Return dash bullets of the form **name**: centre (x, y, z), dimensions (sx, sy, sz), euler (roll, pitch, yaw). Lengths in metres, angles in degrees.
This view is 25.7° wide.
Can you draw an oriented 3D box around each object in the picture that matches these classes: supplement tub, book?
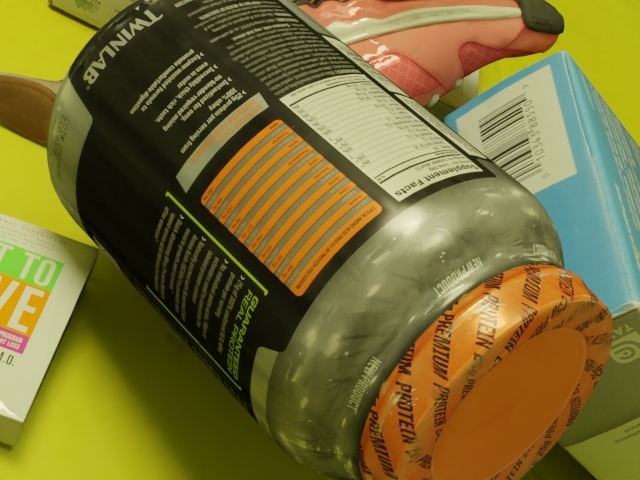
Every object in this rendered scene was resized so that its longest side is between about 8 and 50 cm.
- **supplement tub**: centre (0.000, 0.000, 0.795), dimensions (0.193, 0.193, 0.316), euler (-10, 43, -42)
- **book**: centre (-0.196, 0.044, 0.813), dimensions (0.096, 0.035, 0.144), euler (23, 40, -7)

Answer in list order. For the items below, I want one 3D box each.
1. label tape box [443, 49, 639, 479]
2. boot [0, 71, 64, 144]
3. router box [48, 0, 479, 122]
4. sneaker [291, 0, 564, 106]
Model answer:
- **label tape box**: centre (0.233, 0.070, 0.995), dimensions (0.348, 0.115, 0.249), euler (45, 27, -36)
- **boot**: centre (-0.172, -0.100, 0.981), dimensions (0.118, 0.042, 0.087), euler (28, 32, -9)
- **router box**: centre (-0.023, -0.228, 1.185), dimensions (0.335, 0.082, 0.301), euler (25, 38, -10)
- **sneaker**: centre (0.025, -0.112, 1.016), dimensions (0.313, 0.136, 0.116), euler (-9, 14, -13)
